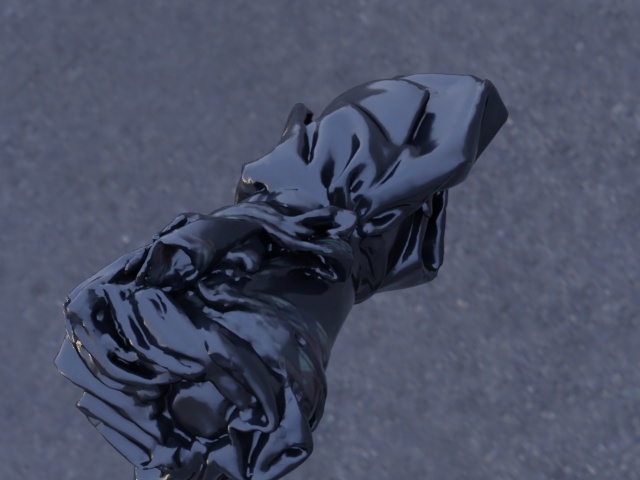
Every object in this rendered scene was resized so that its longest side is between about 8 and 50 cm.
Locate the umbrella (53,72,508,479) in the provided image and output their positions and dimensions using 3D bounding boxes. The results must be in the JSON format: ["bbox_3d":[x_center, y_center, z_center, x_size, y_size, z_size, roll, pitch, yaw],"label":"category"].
[{"bbox_3d":[0.000,0.000,0.759,0.110,0.122,0.272,28,37,13],"label":"umbrella"}]
